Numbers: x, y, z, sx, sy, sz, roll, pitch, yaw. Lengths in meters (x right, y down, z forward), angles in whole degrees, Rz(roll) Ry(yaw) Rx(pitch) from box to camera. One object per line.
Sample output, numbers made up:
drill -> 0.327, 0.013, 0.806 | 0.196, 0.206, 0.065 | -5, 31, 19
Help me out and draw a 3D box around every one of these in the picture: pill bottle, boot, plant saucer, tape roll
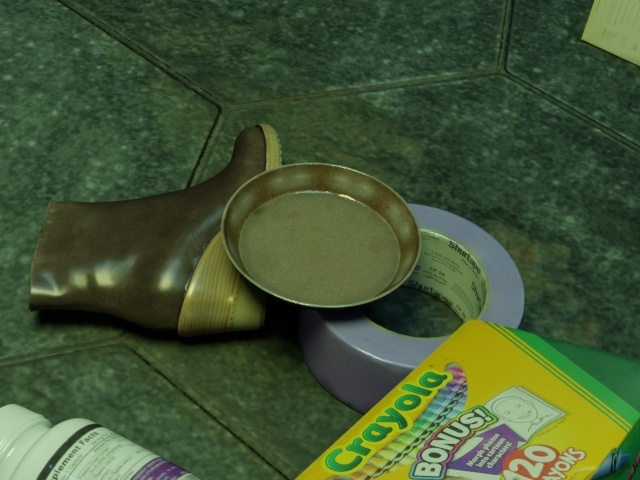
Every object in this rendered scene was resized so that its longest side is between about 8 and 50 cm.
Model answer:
pill bottle -> -0.155, 0.192, 0.749 | 0.194, 0.108, 0.108 | 24, 48, 15
boot -> -0.143, -0.027, 0.971 | 0.207, 0.090, 0.248 | 7, 49, -4
plant saucer -> 0.000, 0.000, 0.899 | 0.169, 0.029, 0.168 | 4, 47, -5
tape roll -> 0.076, 0.060, 0.928 | 0.189, 0.080, 0.189 | 4, 46, -4

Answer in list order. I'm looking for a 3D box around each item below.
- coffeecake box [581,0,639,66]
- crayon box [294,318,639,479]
coffeecake box -> 0.419, -0.267, 1.246 | 0.186, 0.142, 0.068 | 31, 50, 19
crayon box -> 0.102, 0.165, 0.703 | 0.165, 0.081, 0.278 | 12, 33, 37
